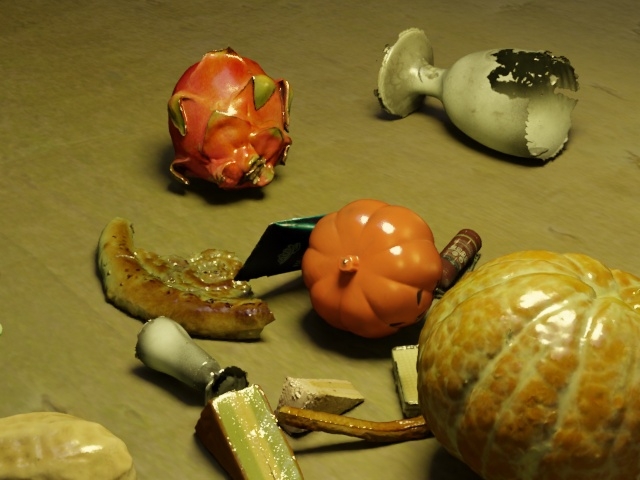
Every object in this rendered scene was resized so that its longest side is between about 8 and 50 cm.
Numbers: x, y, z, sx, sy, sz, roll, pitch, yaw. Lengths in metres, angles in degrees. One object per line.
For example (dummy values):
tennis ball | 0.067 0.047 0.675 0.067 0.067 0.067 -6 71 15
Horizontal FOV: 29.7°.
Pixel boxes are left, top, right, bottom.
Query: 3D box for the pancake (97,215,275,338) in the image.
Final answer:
pancake | -0.195 0.048 1.726 0.376 0.054 0.197 24 37 33

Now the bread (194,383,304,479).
bread | -0.082 0.251 1.414 0.074 0.084 0.139 -17 65 -28

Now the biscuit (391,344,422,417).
biscuit | 0.194 0.172 1.527 0.199 0.040 0.121 -3 34 -5

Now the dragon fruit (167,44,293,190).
dragon fruit | -0.146 -0.189 1.987 0.224 0.227 0.224 -9 -6 -1

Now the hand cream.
hand cream | 0.000 0.000 1.719 0.270 0.120 0.061 -8 55 -43

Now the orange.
orange | 0.266 0.147 1.328 0.329 0.249 0.329 21 23 -10

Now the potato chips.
potato chips | 0.045 0.216 1.431 0.204 0.037 0.026 6 17 -16

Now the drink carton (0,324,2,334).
drink carton | -0.522 0.069 1.600 0.144 0.142 0.146 22 38 34

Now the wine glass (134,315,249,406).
wine glass | -0.164 0.157 1.519 0.072 0.072 0.155 -24 37 -35

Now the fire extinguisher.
fire extinguisher | 0.188 0.036 1.762 0.064 0.043 0.158 49 41 -2

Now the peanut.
peanut | -0.348 0.252 1.282 0.313 0.152 0.152 -3 30 1

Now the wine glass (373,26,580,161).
wine glass | 0.283 -0.263 2.149 0.357 0.190 0.190 19 34 38

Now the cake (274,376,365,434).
cake | 0.006 0.189 1.483 0.121 0.065 0.052 -17 36 -40

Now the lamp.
lamp | 0.065 0.037 1.604 0.188 0.187 0.164 17 3 27
